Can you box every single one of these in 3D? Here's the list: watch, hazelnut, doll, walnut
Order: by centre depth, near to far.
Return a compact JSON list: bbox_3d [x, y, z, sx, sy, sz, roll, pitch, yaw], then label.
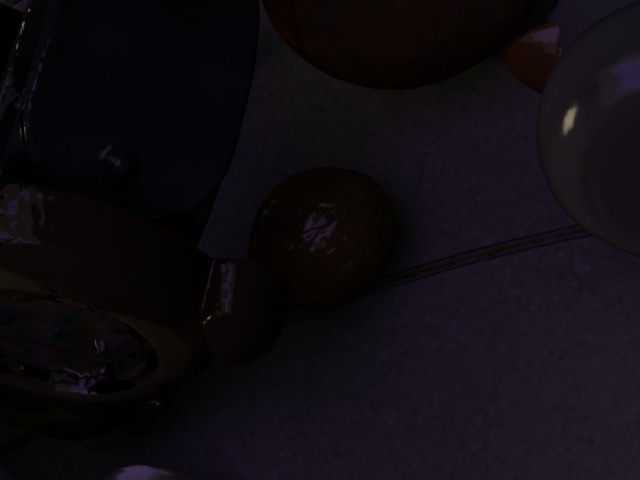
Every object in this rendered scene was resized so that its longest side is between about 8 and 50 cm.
[{"bbox_3d":[0.249,-0.103,1.161,0.251,0.221,0.221,3,79,9],"label":"doll"},{"bbox_3d":[0.054,-0.208,1.291,0.214,0.214,0.176,27,131,33],"label":"hazelnut"},{"bbox_3d":[0.000,0.000,1.314,0.124,0.105,0.105,-40,60,7],"label":"walnut"},{"bbox_3d":[-0.179,-0.054,1.316,0.335,0.314,0.327,128,156,-56],"label":"watch"}]

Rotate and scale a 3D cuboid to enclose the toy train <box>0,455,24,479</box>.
[{"bbox_3d":[-0.279,0.172,1.253,0.407,0.086,0.088,45,133,-1],"label":"toy train"}]

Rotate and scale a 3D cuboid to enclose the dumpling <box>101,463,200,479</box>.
[{"bbox_3d":[-0.136,0.264,1.344,0.150,0.092,0.176,19,84,19],"label":"dumpling"}]

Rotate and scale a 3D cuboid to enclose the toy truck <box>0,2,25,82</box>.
[{"bbox_3d":[-0.289,-0.104,1.520,0.125,0.101,0.243,-28,62,28],"label":"toy truck"}]
